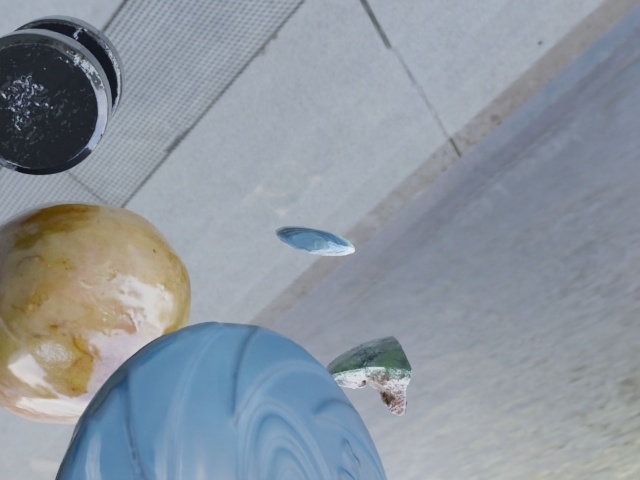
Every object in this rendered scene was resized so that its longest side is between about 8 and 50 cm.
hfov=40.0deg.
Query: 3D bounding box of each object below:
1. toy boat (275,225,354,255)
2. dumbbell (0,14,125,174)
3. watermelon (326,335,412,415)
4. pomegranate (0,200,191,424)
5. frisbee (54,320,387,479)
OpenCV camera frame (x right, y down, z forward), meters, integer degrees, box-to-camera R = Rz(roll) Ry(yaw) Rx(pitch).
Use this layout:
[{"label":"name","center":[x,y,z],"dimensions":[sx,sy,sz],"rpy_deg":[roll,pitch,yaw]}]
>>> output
[{"label":"toy boat","center":[-0.010,-0.002,1.188],"dimensions":[0.105,0.149,0.034],"rpy_deg":[12,93,-8]},{"label":"dumbbell","center":[-0.308,-0.170,0.996],"dimensions":[0.153,0.218,0.152],"rpy_deg":[-2,109,-7]},{"label":"watermelon","center":[0.059,0.156,1.072],"dimensions":[0.101,0.155,0.080],"rpy_deg":[-9,114,4]},{"label":"pomegranate","center":[-0.284,0.073,0.966],"dimensions":[0.270,0.251,0.229],"rpy_deg":[28,161,-32]},{"label":"frisbee","center":[-0.021,0.180,0.459],"dimensions":[0.049,0.289,0.289],"rpy_deg":[-17,148,33]}]
